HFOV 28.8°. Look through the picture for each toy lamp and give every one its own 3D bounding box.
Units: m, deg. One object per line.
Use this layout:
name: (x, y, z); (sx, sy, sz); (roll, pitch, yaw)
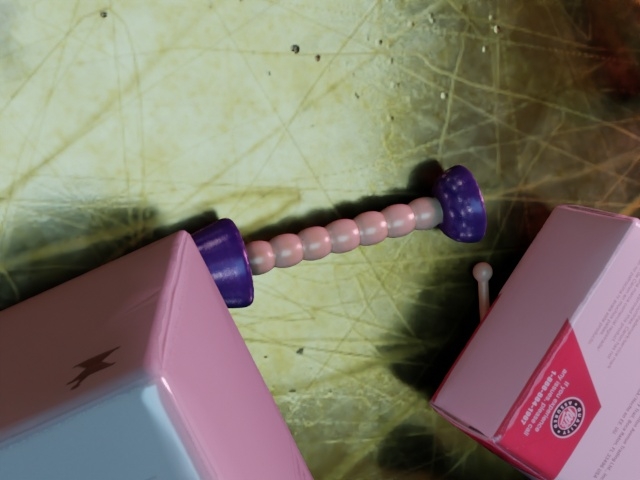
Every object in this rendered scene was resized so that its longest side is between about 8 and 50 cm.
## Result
toy lamp: (0.000, 0.000, 1.054); (0.274, 0.080, 0.080); (-14, 103, -16)

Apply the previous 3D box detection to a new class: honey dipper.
honey dipper: (0.153, 0.099, 1.138); (0.030, 0.030, 0.161); (-5, 98, -15)

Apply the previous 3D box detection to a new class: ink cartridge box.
ink cartridge box: (0.286, 0.144, 1.111); (0.306, 0.131, 0.226); (37, 83, -24)

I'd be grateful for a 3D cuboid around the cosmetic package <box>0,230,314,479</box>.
cosmetic package: (-0.161, 0.262, 0.886); (0.329, 0.327, 0.394); (-24, 105, 4)
